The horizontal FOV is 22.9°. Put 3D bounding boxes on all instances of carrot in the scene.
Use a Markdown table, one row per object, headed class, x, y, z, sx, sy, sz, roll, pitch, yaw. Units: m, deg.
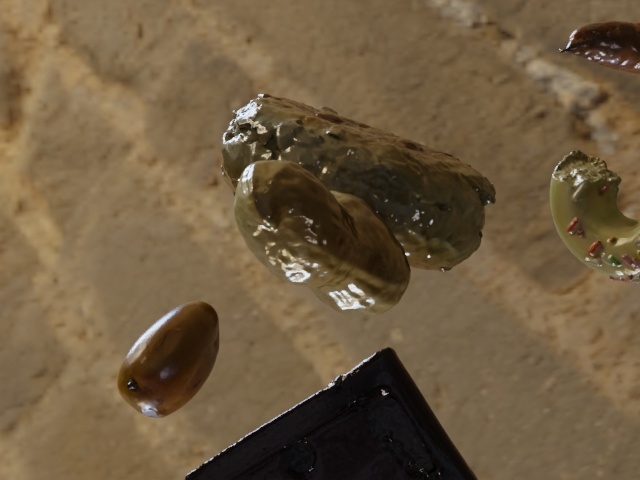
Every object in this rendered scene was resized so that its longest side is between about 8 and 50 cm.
| class | x | y | z | sx | sy | sz | roll | pitch | yaw |
| --- | --- | --- | --- | --- | --- | --- | --- | --- | --- |
| carrot | 0.237 | -0.115 | 1.006 | 0.057 | 0.224 | 0.057 | -10 | -103 | 52 |

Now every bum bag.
| class | x | y | z | sx | sy | sz | roll | pitch | yaw |
| --- | --- | --- | --- | --- | --- | --- | --- | --- | --- |
| bum bag | 0.005 | 0.148 | 0.950 | 0.109 | 0.159 | 0.026 | 59 | -3 | 0 |

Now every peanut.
| class | x | y | z | sx | sy | sz | roll | pitch | yaw |
| --- | --- | --- | --- | --- | --- | --- | --- | --- | --- |
| peanut | 0.000 | 0.000 | 1.519 | 0.101 | 0.263 | 0.117 | -41 | -122 | 14 |

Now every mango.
| class | x | y | z | sx | sy | sz | roll | pitch | yaw |
| --- | --- | --- | --- | --- | --- | --- | --- | --- | --- |
| mango | -0.126 | 0.099 | 1.352 | 0.060 | 0.114 | 0.080 | 32 | -35 | 23 |

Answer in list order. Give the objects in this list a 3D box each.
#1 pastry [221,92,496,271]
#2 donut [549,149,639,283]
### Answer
| class | x | y | z | sx | sy | sz | roll | pitch | yaw |
| --- | --- | --- | --- | --- | --- | --- | --- | --- | --- |
| pastry | 0.031 | -0.064 | 1.756 | 0.329 | 0.329 | 0.136 | 26 | -79 | 41 |
| donut | 0.284 | -0.012 | 1.497 | 0.166 | 0.065 | 0.108 | 23 | -68 | 35 |
